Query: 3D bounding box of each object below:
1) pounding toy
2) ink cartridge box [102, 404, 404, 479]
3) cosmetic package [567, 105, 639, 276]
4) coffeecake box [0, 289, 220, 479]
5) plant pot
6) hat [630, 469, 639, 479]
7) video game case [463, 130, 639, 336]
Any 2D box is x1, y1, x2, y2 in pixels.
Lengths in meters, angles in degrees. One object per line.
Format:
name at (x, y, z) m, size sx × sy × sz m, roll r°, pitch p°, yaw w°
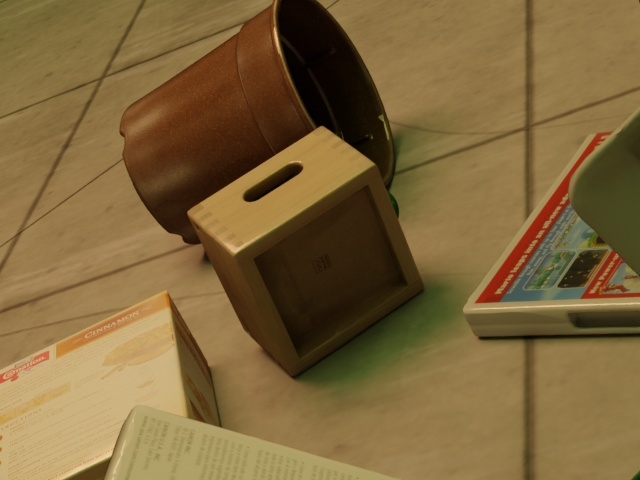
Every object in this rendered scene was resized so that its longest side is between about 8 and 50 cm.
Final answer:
pounding toy at (0.000, 0.000, 1.111) m, size 0.141 × 0.130 × 0.100 m, roll -33°, pitch 37°, yaw -14°
ink cartridge box at (0.001, 0.177, 0.760) m, size 0.232 × 0.066 × 0.189 m, roll 19°, pitch 30°, yaw -5°
cosmetic package at (0.354, -0.083, 0.480) m, size 0.393 × 0.327 × 0.329 m, roll -41°, pitch -10°, yaw -34°
coffeecake box at (-0.140, 0.124, 1.057) m, size 0.142 × 0.068 × 0.185 m, roll -26°, pitch 25°, yaw 3°
plant pot at (-0.054, -0.083, 1.289) m, size 0.165 × 0.167 × 0.167 m, roll -26°, pitch 23°, yaw 23°
hat at (0.191, 0.055, 0.724) m, size 0.208 × 0.183 × 0.173 m, roll -10°, pitch 29°, yaw 32°
video game case at (0.248, -0.015, 0.997) m, size 0.285 × 0.025 × 0.204 m, roll -4°, pitch 34°, yaw 40°
